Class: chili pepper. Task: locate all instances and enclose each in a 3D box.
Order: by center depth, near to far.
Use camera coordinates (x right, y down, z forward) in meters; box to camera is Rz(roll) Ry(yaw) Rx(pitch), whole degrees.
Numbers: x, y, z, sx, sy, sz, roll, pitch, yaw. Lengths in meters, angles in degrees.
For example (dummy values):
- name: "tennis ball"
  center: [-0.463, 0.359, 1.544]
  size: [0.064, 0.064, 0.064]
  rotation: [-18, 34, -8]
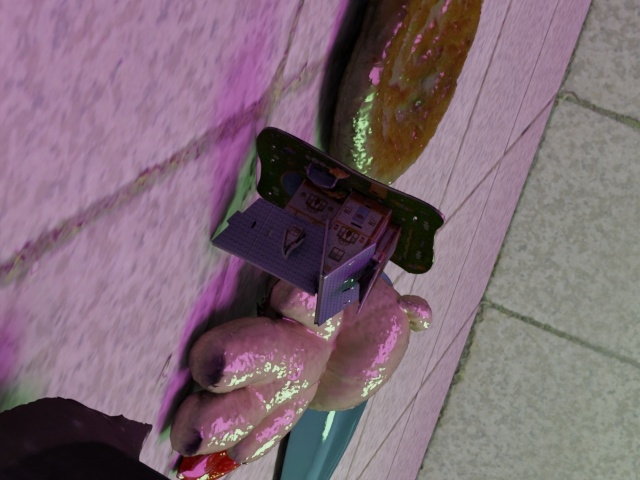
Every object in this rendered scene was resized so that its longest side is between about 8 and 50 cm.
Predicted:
- name: "chili pepper"
  center: [-0.082, 0.186, 1.480]
  size: [0.191, 0.050, 0.059]
  rotation: [-28, 144, -53]

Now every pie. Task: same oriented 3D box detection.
- name: "pie"
  center: [0.084, -0.192, 1.481]
  size: [0.323, 0.070, 0.323]
  rotation: [-57, 162, -31]

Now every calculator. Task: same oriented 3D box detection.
- name: "calculator"
  center: [0.014, 0.223, 1.981]
  size: [0.256, 0.054, 0.386]
  rotation: [-57, 168, -42]

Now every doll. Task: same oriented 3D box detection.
- name: "doll"
  center: [-0.037, 0.097, 1.408]
  size: [0.175, 0.149, 0.278]
  rotation: [-38, 167, 34]

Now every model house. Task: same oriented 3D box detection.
- name: "model house"
  center: [0.000, 0.000, 1.229]
  size: [0.088, 0.167, 0.117]
  rotation: [-57, 170, -27]

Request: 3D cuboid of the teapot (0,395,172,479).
- name: "teapot"
  center: [-0.101, 0.278, 0.833]
  size: [0.376, 0.362, 0.305]
  rotation: [-47, 142, -27]
